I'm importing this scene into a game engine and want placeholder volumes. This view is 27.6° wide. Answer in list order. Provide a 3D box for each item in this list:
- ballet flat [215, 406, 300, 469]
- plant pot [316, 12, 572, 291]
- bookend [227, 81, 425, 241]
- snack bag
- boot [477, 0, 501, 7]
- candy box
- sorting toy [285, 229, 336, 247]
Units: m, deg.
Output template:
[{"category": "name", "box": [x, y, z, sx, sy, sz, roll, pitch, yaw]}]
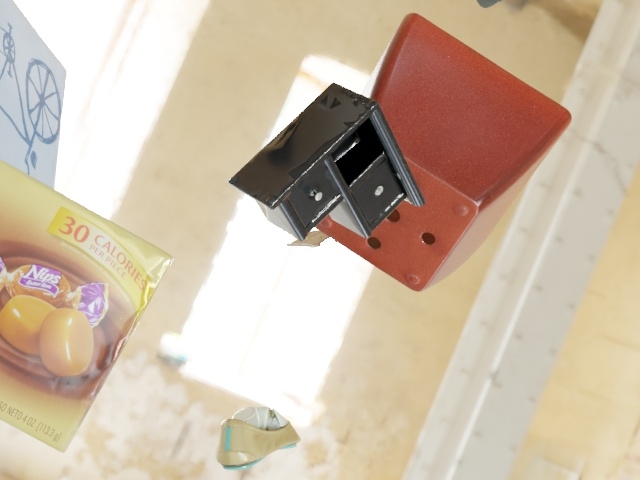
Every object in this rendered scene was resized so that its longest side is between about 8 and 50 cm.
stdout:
[{"category": "ballet flat", "box": [-0.081, 0.262, 1.785, 0.080, 0.073, 0.232, -6, -2, 14]}, {"category": "plant pot", "box": [0.134, -0.094, 1.747, 0.267, 0.267, 0.235, 33, 41, 3]}, {"category": "bookend", "box": [0.010, -0.050, 1.345, 0.072, 0.157, 0.156, 31, -21, 43]}, {"category": "snack bag", "box": [-0.309, -0.082, 1.178, 0.037, 0.342, 0.323, -4, -21, 10]}, {"category": "boot", "box": [0.202, -0.312, 1.213, 0.137, 0.197, 0.077, -22, -51, 28]}, {"category": "candy box", "box": [-0.178, 0.009, 0.622, 0.187, 0.109, 0.053, 30, -6, -9]}, {"category": "sorting toy", "box": [0.000, 0.000, 1.796, 0.062, 0.012, 0.083, -25, 18, -39]}]
